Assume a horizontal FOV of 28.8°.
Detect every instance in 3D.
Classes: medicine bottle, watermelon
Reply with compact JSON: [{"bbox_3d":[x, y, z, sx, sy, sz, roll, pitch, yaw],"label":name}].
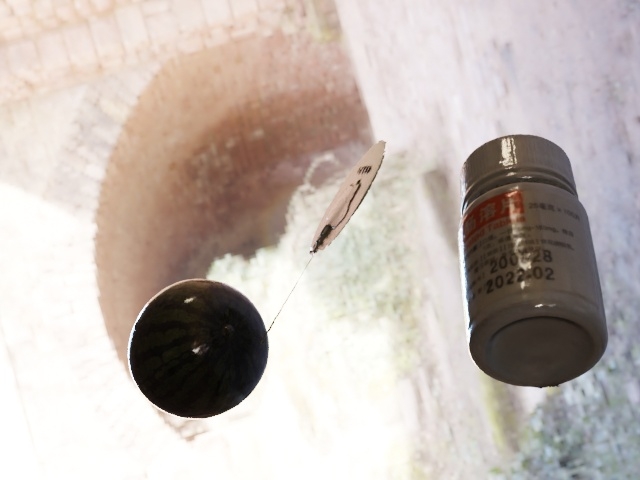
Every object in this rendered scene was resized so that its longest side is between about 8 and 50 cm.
[{"bbox_3d":[0.216,0.016,1.303,0.144,0.144,0.252,78,-168,-47],"label":"medicine bottle"},{"bbox_3d":[-0.177,0.158,1.830,0.212,0.212,0.212,164,90,-86],"label":"watermelon"}]

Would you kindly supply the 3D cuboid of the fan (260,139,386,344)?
[{"bbox_3d":[-0.001,0.000,1.695,0.009,0.329,0.191,32,176,-11],"label":"fan"}]
